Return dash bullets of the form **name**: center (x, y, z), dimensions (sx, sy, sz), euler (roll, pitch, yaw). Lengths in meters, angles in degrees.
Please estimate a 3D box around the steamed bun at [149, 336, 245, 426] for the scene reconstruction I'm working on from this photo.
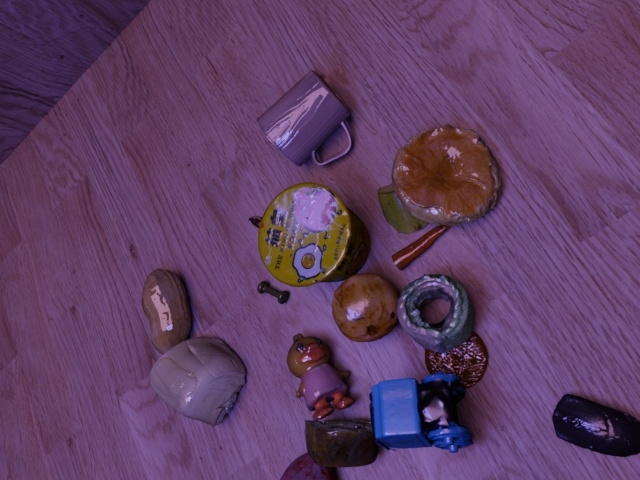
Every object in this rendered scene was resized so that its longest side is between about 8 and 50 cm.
- **steamed bun**: center (-0.426, 0.472, 1.944), dimensions (0.290, 0.273, 0.272), euler (22, 76, 26)

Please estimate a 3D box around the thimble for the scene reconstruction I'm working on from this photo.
- **thimble**: center (0.332, 0.210, 1.591), dimensions (0.218, 0.150, 0.219), euler (-11, 61, 22)

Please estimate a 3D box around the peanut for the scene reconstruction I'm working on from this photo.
- **peanut**: center (-0.586, 0.274, 2.099), dimensions (0.174, 0.158, 0.340), euler (-21, 74, 2)

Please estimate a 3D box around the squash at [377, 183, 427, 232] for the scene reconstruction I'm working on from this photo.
- **squash**: center (0.269, -0.121, 1.744), dimensions (0.191, 0.085, 0.184), euler (-21, 71, 26)

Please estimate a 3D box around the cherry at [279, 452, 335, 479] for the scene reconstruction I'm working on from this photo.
- **cherry**: center (-0.037, 0.767, 1.696), dimensions (0.192, 0.175, 0.250), euler (8, 73, 20)

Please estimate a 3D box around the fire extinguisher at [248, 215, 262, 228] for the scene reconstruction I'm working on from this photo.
- **fire extinguisher**: center (-0.200, -0.054, 2.018), dimensions (0.173, 0.035, 0.049), euler (31, 100, 26)

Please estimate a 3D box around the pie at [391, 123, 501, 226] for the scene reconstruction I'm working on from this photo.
- **pie**: center (0.376, -0.198, 1.662), dimensions (0.339, 0.083, 0.340), euler (-3, 73, 9)

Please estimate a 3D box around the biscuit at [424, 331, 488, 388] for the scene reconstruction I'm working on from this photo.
- **biscuit**: center (0.395, 0.343, 1.621), dimensions (0.187, 0.027, 0.188), euler (-5, 79, 28)

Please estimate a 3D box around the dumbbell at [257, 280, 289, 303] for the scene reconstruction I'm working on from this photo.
- **dumbbell**: center (-0.167, 0.183, 1.945), dimensions (0.117, 0.052, 0.046), euler (22, 119, 31)

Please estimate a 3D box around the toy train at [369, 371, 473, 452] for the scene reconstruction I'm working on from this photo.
- **toy train**: center (0.273, 0.480, 1.512), dimensions (0.264, 0.300, 0.188), euler (-10, 61, 14)

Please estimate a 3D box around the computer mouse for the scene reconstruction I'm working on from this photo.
- **computer mouse**: center (0.705, 0.475, 1.401), dimensions (0.217, 0.073, 0.122), euler (12, 87, 31)

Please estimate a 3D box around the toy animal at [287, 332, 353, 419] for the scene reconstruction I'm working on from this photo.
- **toy animal**: center (-0.014, 0.422, 1.762), dimensions (0.281, 0.195, 0.169), euler (65, 151, 18)

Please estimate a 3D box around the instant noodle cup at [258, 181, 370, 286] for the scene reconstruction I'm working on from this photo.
- **instant noodle cup**: center (0.000, 0.000, 1.771), dimensions (0.325, 0.254, 0.326), euler (-6, 77, 27)

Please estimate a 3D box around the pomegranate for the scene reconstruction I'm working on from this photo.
- **pomegranate**: center (0.139, 0.201, 1.698), dimensions (0.215, 0.215, 0.216), euler (-6, 78, 28)

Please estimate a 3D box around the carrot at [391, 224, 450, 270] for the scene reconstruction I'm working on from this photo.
- **carrot**: center (0.322, 0.005, 1.714), dimensions (0.224, 0.057, 0.057), euler (-40, 65, 13)

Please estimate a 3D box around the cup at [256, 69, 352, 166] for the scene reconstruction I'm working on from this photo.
- **cup**: center (-0.040, -0.398, 1.896), dimensions (0.273, 0.208, 0.288), euler (-42, 63, 14)

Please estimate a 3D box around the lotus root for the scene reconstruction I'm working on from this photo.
- **lotus root**: center (0.071, 0.602, 1.648), dimensions (0.234, 0.138, 0.119), euler (1, 89, -1)
